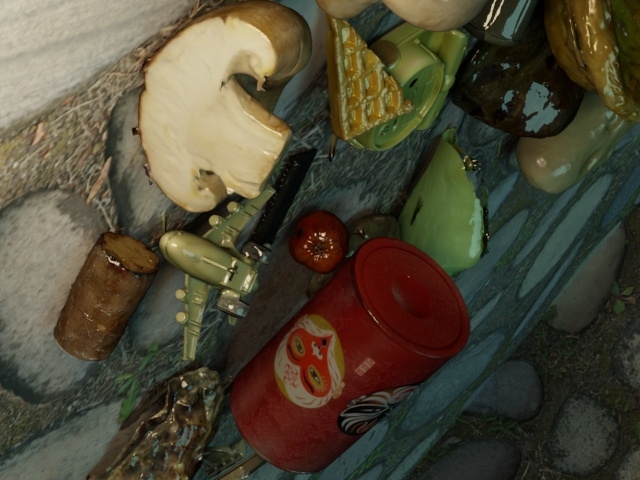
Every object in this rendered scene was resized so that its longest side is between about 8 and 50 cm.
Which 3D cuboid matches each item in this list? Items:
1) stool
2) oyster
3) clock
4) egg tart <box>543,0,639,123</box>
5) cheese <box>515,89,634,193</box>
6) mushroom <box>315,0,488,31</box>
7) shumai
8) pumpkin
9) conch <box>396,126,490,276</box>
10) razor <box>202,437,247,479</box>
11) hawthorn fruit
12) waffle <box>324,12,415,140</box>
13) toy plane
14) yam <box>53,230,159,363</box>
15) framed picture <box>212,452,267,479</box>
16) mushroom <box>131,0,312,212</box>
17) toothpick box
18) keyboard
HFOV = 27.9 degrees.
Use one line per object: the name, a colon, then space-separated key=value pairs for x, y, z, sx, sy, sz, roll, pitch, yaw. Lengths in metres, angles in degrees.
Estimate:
stool: x=0.238 y=-0.316 z=1.693 sx=0.096 sy=0.096 sz=0.110 roll=-19 pitch=138 yaw=-56
oyster: x=-0.218 y=0.302 z=1.841 sx=0.275 sy=0.100 sz=0.271 roll=-10 pitch=122 yaw=-55
clock: x=0.082 y=-0.182 z=1.632 sx=0.232 sy=0.069 sz=0.170 roll=-33 pitch=155 yaw=-39
egg tart: x=0.422 y=-0.327 z=1.894 sx=0.129 sy=0.341 sz=0.341 roll=-9 pitch=-172 yaw=36
cheese: x=0.511 y=-0.255 z=2.352 sx=0.351 sy=0.129 sz=0.328 roll=-24 pitch=151 yaw=-55
mushroom: x=0.085 y=-0.309 z=1.282 sx=0.206 sy=0.209 sz=0.206 roll=-17 pitch=115 yaw=-43
shumai: x=0.071 y=0.060 z=1.989 sx=0.201 sy=0.120 sz=0.201 roll=-40 pitch=160 yaw=-18
pumpkin: x=0.350 y=-0.266 z=1.963 sx=0.312 sy=0.148 sz=0.169 roll=-31 pitch=158 yaw=-52
conch: x=0.207 y=-0.038 z=2.051 sx=0.137 sy=0.143 sz=0.250 roll=14 pitch=131 yaw=-22
razor: x=-0.243 y=0.371 z=1.992 sx=0.278 sy=0.056 sz=0.111 roll=-19 pitch=168 yaw=-45
hawthorn fruit: x=0.000 y=0.000 z=1.792 sx=0.093 sy=0.093 sz=0.093 roll=-43 pitch=160 yaw=-20
waffle: x=0.058 y=-0.216 z=1.481 sx=0.125 sy=0.032 sz=0.191 roll=-25 pitch=131 yaw=-27
toy plane: x=-0.124 y=0.032 z=1.551 sx=0.242 sy=0.104 sz=0.256 roll=-64 pitch=168 yaw=-4
yam: x=-0.230 y=0.061 z=1.389 sx=0.079 sy=0.079 sz=0.141 roll=-19 pitch=146 yaw=-56
framed picture: x=-0.203 y=0.404 z=1.968 sx=0.315 sy=0.024 sz=0.232 roll=-33 pitch=175 yaw=13
mushroom: x=-0.074 y=-0.150 z=1.251 sx=0.151 sy=0.156 sz=0.286 roll=-50 pitch=177 yaw=-36
toothpick box: x=0.037 y=0.171 z=1.863 sx=0.204 sy=0.204 sz=0.333 roll=-24 pitch=163 yaw=-51
keyboard: x=-0.057 y=-0.037 z=1.681 sx=0.060 sy=0.018 sz=0.195 roll=-35 pitch=157 yaw=-55
